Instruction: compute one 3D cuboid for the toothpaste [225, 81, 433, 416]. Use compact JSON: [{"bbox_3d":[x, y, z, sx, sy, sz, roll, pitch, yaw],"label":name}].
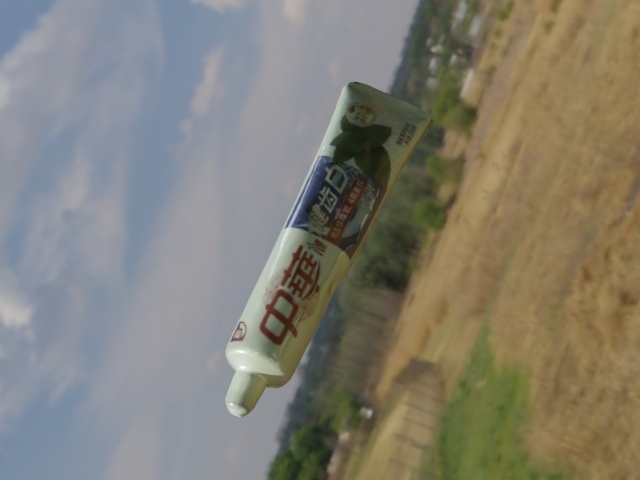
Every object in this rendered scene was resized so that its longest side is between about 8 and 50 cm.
[{"bbox_3d":[0.000,0.000,0.662,0.233,0.060,0.038,-63,2,-29],"label":"toothpaste"}]
